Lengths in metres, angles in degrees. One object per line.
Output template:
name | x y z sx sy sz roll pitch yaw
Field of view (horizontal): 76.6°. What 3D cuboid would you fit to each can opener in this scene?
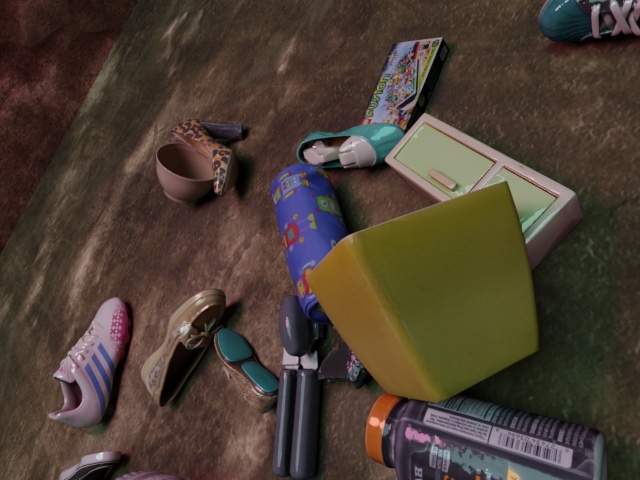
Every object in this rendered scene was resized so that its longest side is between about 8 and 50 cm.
can opener | -0.050 0.234 0.669 0.076 0.095 0.283 -13 62 34

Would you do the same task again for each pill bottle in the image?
pill bottle | 0.176 0.249 0.465 0.246 0.130 0.130 1 71 39

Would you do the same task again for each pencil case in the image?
pencil case | 0.000 0.000 0.722 0.119 0.133 0.305 -54 42 38

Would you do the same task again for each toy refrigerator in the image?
toy refrigerator | 0.225 -0.083 0.602 0.102 0.094 0.269 -49 49 9

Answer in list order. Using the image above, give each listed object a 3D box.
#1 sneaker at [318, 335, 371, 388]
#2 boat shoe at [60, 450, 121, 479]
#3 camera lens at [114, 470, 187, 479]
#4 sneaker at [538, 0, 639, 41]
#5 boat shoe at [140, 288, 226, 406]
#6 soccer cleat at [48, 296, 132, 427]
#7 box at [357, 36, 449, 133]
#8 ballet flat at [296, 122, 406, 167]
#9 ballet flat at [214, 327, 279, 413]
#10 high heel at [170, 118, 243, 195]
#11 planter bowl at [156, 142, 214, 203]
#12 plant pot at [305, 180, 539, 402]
sneaker | 0.072 0.189 0.629 0.170 0.051 0.088 -3 69 42
boat shoe | -0.519 0.535 0.915 0.219 0.078 0.070 -39 50 28
camera lens | -0.228 0.492 0.607 0.275 0.219 0.219 -4 68 37
sneaker | 0.453 -0.318 0.523 0.303 0.108 0.120 -7 62 34
boat shoe | -0.277 0.225 0.856 0.285 0.105 0.089 -55 52 18
soccer cleat | -0.578 0.291 1.021 0.116 0.143 0.330 -21 58 30
box | 0.157 -0.289 0.787 0.114 0.036 0.206 16 81 41
ballet flat | 0.046 -0.170 0.782 0.248 0.083 0.087 8 43 44
ballet flat | -0.149 0.246 0.763 0.206 0.073 0.067 35 116 46
high heel | -0.299 -0.206 1.013 0.187 0.093 0.261 1 52 -2
planter bowl | -0.352 -0.165 1.063 0.109 0.162 0.162 -62 41 37
plant pot | 0.130 0.076 0.502 0.213 0.212 0.187 -20 79 -18
